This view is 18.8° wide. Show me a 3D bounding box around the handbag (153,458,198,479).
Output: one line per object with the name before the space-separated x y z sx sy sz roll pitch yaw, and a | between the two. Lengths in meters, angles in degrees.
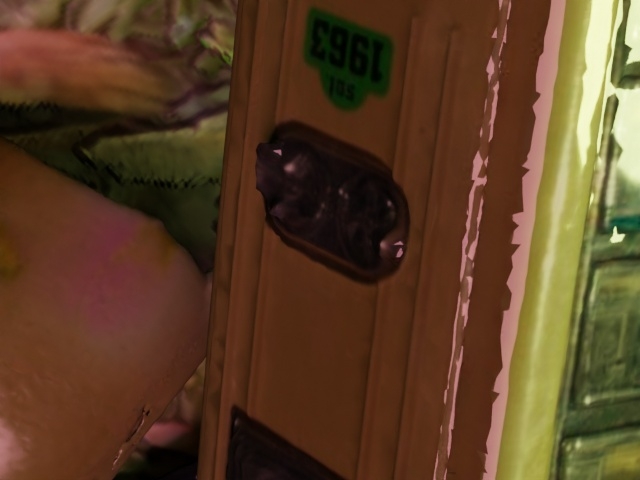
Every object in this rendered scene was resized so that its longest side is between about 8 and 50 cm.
handbag | -0.013 0.247 0.890 0.269 0.118 0.325 -31 117 30

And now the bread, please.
bread | -0.156 0.057 0.754 0.158 0.156 0.261 38 118 -20

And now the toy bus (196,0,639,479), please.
toy bus | 0.074 -0.026 0.595 0.202 0.177 0.365 -8 112 -36
